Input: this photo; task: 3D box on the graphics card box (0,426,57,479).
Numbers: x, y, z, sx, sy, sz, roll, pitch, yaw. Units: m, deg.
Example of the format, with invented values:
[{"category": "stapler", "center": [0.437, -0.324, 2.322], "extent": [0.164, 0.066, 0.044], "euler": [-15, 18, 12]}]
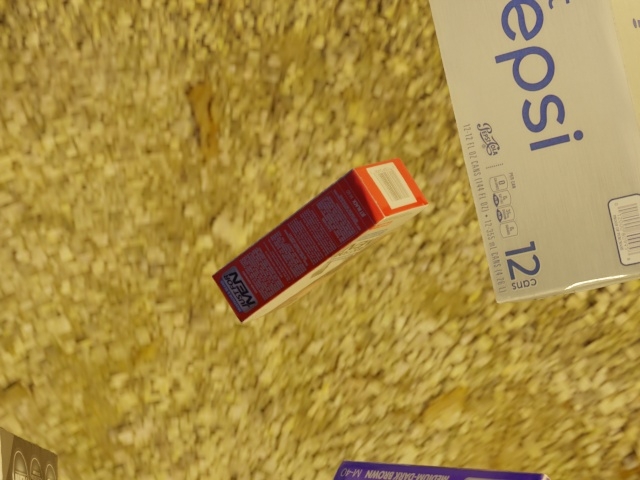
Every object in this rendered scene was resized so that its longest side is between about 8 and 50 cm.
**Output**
[{"category": "graphics card box", "center": [-0.254, 0.323, 1.209], "extent": [0.094, 0.233, 0.371], "euler": [-5, 75, 5]}]

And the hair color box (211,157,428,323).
[{"category": "hair color box", "center": [0.000, 0.000, 1.422], "extent": [0.167, 0.093, 0.053], "euler": [-35, 82, 27]}]

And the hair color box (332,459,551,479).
[{"category": "hair color box", "center": [0.155, 0.290, 1.204], "extent": [0.339, 0.185, 0.110], "euler": [45, 57, -35]}]

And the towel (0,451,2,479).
[{"category": "towel", "center": [-0.108, 0.094, 0.347], "extent": [0.029, 0.197, 0.144], "euler": [5, 109, 8]}]

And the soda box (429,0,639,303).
[{"category": "soda box", "center": [0.112, -0.119, 0.821], "extent": [0.091, 0.098, 0.286], "euler": [-14, 87, 29]}]
